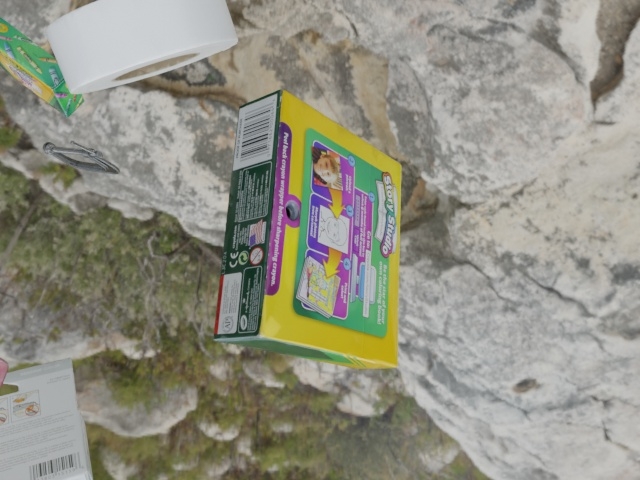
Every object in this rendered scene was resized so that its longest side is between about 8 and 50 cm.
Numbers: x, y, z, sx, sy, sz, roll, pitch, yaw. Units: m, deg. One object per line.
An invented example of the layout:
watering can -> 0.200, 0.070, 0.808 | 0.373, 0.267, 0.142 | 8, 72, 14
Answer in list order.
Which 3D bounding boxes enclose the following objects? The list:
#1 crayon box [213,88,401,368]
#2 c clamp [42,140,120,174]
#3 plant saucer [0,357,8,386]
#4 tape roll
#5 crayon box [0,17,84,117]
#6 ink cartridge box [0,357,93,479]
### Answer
crayon box -> 0.000, 0.000, 0.980 | 0.106, 0.363, 0.313 | -11, 157, 38
c clamp -> -0.429, -0.152, 1.105 | 0.160, 0.022, 0.137 | 7, 166, 34
plant saucer -> -0.459, 0.111, 0.542 | 0.332, 0.084, 0.332 | 7, 160, 3
tape roll -> -0.278, -0.324, 0.998 | 0.286, 0.286, 0.100 | -16, 104, 11
crayon box -> -0.832, -0.500, 1.812 | 0.278, 0.081, 0.165 | 37, 162, 5
ink cartridge box -> -0.545, 0.342, 1.058 | 0.275, 0.239, 0.060 | -12, 136, -19
